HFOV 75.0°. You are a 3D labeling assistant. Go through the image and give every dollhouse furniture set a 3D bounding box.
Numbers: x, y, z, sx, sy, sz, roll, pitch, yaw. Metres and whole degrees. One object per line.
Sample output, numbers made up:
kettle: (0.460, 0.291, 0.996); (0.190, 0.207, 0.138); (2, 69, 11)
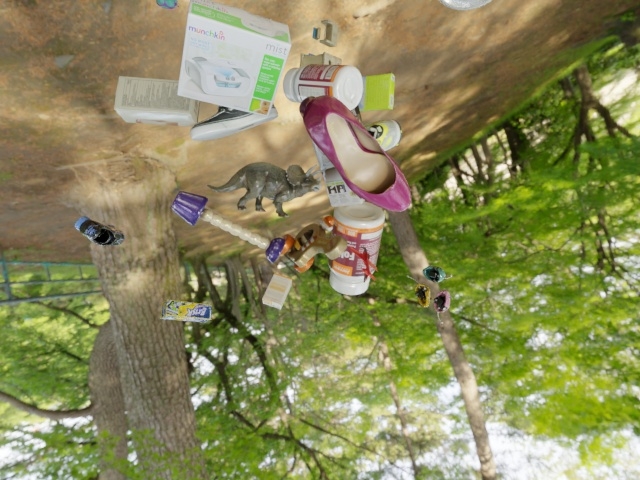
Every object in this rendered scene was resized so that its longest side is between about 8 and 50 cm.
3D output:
dollhouse furniture set: (0.009, -0.803, 1.753); (0.130, 0.183, 0.129); (14, -166, 34)

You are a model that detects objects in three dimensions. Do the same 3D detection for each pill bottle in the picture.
pill bottle: (0.003, -0.443, 1.202); (0.221, 0.121, 0.121); (21, -157, 38)
pill bottle: (0.152, 0.038, 1.891); (0.225, 0.391, 0.224); (4, -150, -2)

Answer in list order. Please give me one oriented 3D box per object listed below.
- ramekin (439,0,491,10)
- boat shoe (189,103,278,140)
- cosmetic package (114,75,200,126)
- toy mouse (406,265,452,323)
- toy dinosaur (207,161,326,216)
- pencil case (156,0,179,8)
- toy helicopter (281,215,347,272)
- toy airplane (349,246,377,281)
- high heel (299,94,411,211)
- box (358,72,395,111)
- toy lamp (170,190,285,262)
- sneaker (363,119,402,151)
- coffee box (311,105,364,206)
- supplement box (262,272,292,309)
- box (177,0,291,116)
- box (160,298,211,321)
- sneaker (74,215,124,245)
ramekin: (0.334, -0.621, 0.923); (0.208, 0.108, 0.207); (12, 147, 8)
boat shoe: (-0.280, -0.399, 1.317); (0.302, 0.102, 0.108); (-26, -172, -24)
cosmetic package: (-0.657, -0.562, 1.700); (0.297, 0.152, 0.129); (5, 169, -3)
toy mouse: (0.290, 0.117, 1.026); (0.031, 0.160, 0.143); (-1, 145, -27)
toy dinosaur: (-0.149, -0.155, 1.175); (0.314, 0.160, 0.121); (10, -171, 2)
pencil case: (-0.478, -0.810, 1.296); (0.070, 0.064, 0.151); (-19, 145, -33)
toy helicopter: (0.000, 0.000, 1.481); (0.235, 0.140, 0.355); (-51, -157, -14)
toy airplane: (0.154, 0.078, 1.409); (0.028, 0.151, 0.151); (-32, 169, 31)
high heel: (0.099, -0.164, 0.921); (0.127, 0.377, 0.181); (-49, -153, 10)
box: (0.150, -0.479, 1.362); (0.179, 0.108, 0.042); (6, -174, 29)
toy lamp: (-0.222, -0.034, 1.007); (0.275, 0.080, 0.080); (30, 160, -17)
sneaker: (0.124, -0.368, 1.629); (0.385, 0.145, 0.147); (-26, 170, 42)
coffee box: (0.078, -0.281, 1.357); (0.119, 0.296, 0.168); (-4, -152, 31)
supplement box: (-0.134, 0.158, 1.307); (0.062, 0.098, 0.036); (18, 147, 8)
box: (-0.239, -0.496, 1.140); (0.262, 0.126, 0.231); (9, 139, -21)
box: (-0.480, 0.256, 1.498); (0.169, 0.059, 0.054); (15, 148, -37)
sneaker: (-0.749, -0.013, 1.459); (0.081, 0.091, 0.232); (-55, 167, -5)
